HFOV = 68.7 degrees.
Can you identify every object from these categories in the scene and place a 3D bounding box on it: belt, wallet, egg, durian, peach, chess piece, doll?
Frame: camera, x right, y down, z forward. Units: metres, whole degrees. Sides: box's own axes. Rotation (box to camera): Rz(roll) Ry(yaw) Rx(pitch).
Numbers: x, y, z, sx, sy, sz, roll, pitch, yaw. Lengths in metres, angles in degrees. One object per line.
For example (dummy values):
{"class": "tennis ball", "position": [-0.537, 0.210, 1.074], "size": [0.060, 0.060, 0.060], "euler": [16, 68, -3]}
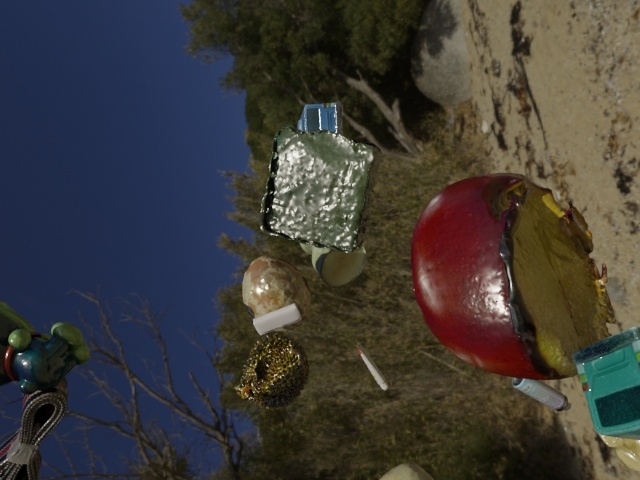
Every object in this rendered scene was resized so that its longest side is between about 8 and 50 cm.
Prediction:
{"class": "belt", "position": [-0.712, 0.478, 1.147], "size": [0.126, 0.359, 0.094], "euler": [25, -163, -28]}
{"class": "wallet", "position": [-0.114, 0.212, 1.248], "size": [0.025, 0.122, 0.061], "euler": [-113, 3, -53]}
{"class": "egg", "position": [-0.128, 0.153, 1.353], "size": [0.233, 0.195, 0.195], "euler": [67, -159, -5]}
{"class": "durian", "position": [-0.170, 0.496, 1.751], "size": [0.293, 0.258, 0.258], "euler": [-62, -33, -13]}
{"class": "peach", "position": [0.364, 0.072, 0.910], "size": [0.339, 0.353, 0.416], "euler": [17, -154, -24]}
{"class": "chess piece", "position": [0.000, 0.000, 1.634], "size": [0.330, 0.182, 0.182], "euler": [45, 171, 47]}
{"class": "doll", "position": [-0.709, 0.243, 1.050], "size": [0.198, 0.322, 0.186], "euler": [95, -170, -45]}

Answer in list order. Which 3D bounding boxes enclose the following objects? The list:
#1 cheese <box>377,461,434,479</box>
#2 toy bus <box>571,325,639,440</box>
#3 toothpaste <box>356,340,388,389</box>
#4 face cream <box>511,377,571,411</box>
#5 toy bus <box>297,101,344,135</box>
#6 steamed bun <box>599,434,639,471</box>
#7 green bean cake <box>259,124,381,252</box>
{"class": "cheese", "position": [0.126, 0.640, 1.045], "size": [0.129, 0.351, 0.328], "euler": [8, -90, -48]}
{"class": "toy bus", "position": [0.509, 0.215, 0.654], "size": [0.128, 0.256, 0.147], "euler": [121, 158, -53]}
{"class": "toothpaste", "position": [0.175, 0.430, 1.606], "size": [0.190, 0.031, 0.048], "euler": [57, -163, -6]}
{"class": "face cream", "position": [0.844, 0.578, 1.776], "size": [0.229, 0.075, 0.075], "euler": [31, -149, -4]}
{"class": "toy bus", "position": [-0.002, -0.356, 1.457], "size": [0.234, 0.133, 0.116], "euler": [-130, 35, -81]}
{"class": "steamed bun", "position": [0.807, 0.478, 1.169], "size": [0.106, 0.177, 0.192], "euler": [106, 157, -49]}
{"class": "green bean cake", "position": [0.000, -0.116, 1.041], "size": [0.132, 0.241, 0.255], "euler": [-23, -57, -68]}
